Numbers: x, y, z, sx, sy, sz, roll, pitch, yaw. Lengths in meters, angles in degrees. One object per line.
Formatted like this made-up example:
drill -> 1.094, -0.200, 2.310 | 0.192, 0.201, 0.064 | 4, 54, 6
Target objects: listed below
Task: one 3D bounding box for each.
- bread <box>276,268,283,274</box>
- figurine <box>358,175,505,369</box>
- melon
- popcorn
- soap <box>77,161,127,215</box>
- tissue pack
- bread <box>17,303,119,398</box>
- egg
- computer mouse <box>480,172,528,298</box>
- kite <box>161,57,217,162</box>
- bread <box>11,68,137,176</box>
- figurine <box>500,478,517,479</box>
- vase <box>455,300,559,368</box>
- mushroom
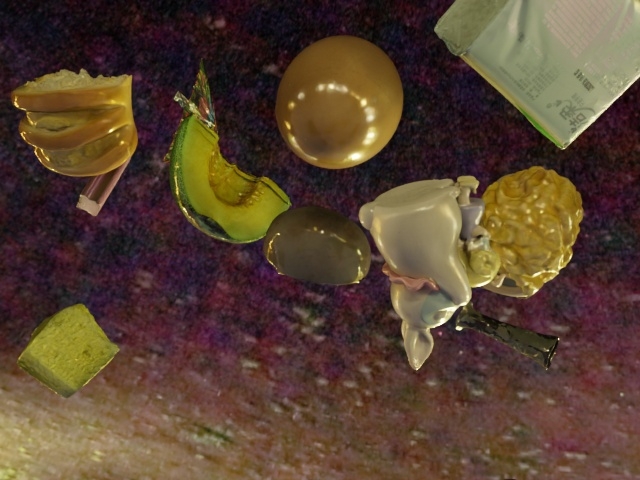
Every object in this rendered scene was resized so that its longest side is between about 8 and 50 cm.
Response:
bread -> -0.009, 0.042, 1.679 | 0.233, 0.088, 0.160 | -1, 112, -21
figurine -> 0.152, 0.044, 0.763 | 0.155, 0.127, 0.235 | -19, 111, -6
melon -> -0.203, -0.080, 1.085 | 0.129, 0.169, 0.265 | -15, 135, 41
popcorn -> 0.306, -0.017, 0.850 | 0.180, 0.180, 0.170 | 31, 125, -21
soap -> -0.633, -0.181, 1.709 | 0.066, 0.203, 0.122 | 31, 153, -17
tissue pack -> 0.511, -0.455, 1.289 | 0.405, 0.205, 0.331 | 28, 115, -32
bread -> -0.398, 0.175, 0.918 | 0.114, 0.129, 0.111 | 45, 149, -5
egg -> 0.046, -0.327, 1.401 | 0.301, 0.374, 0.301 | 10, 134, 11
computer mouse -> 0.370, -0.009, 1.103 | 0.145, 0.082, 0.236 | 13, 104, 22
kite -> -0.348, -0.335, 1.623 | 0.016, 0.321, 0.234 | 13, 167, 22
bread -> -0.638, -0.303, 1.495 | 0.316, 0.211, 0.270 | 8, 107, 16
figurine -> 0.357, 0.642, 1.033 | 0.154, 0.420, 0.193 | -3, -176, -40
vase -> 0.322, 0.161, 1.010 | 0.167, 0.059, 0.059 | 22, 149, 31
mushroom -> 0.000, 0.000, 0.987 | 0.188, 0.141, 0.117 | 14, 135, -1
